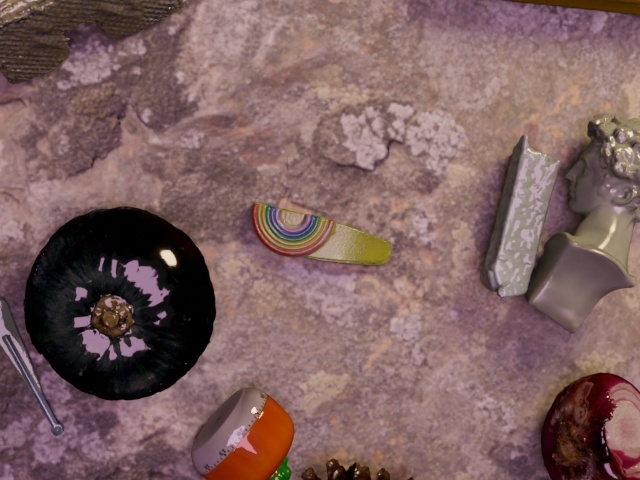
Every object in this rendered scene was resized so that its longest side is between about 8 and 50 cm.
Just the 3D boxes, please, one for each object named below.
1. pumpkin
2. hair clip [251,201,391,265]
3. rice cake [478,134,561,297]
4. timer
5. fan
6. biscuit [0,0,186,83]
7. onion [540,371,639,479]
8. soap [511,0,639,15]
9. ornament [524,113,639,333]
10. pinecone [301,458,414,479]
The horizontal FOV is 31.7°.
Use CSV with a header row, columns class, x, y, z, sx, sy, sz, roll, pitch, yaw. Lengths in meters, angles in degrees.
class,x,y,z,sx,sy,sz,roll,pitch,yaw
pumpkin,-0.237,0.076,1.354,0.233,0.163,0.233,0,95,-4
hair clip,0.000,0.000,1.440,0.188,0.033,0.060,13,93,-7
rice cake,0.256,-0.028,1.453,0.063,0.069,0.207,14,90,-6
timer,-0.087,0.262,1.421,0.136,0.099,0.136,-2,108,-7
fan,-0.371,0.159,1.417,0.038,0.016,0.193,-28,97,-6
biscuit,-0.283,-0.274,1.333,0.250,0.147,0.046,-26,69,-6
onion,0.370,0.263,1.469,0.198,0.135,0.173,13,72,-45
soap,0.323,-0.396,1.421,0.314,0.091,0.199,6,92,-8
ornament,0.362,-0.018,1.439,0.130,0.120,0.285,19,93,-10
pinecone,0.056,0.374,1.407,0.204,0.179,0.184,17,81,19
